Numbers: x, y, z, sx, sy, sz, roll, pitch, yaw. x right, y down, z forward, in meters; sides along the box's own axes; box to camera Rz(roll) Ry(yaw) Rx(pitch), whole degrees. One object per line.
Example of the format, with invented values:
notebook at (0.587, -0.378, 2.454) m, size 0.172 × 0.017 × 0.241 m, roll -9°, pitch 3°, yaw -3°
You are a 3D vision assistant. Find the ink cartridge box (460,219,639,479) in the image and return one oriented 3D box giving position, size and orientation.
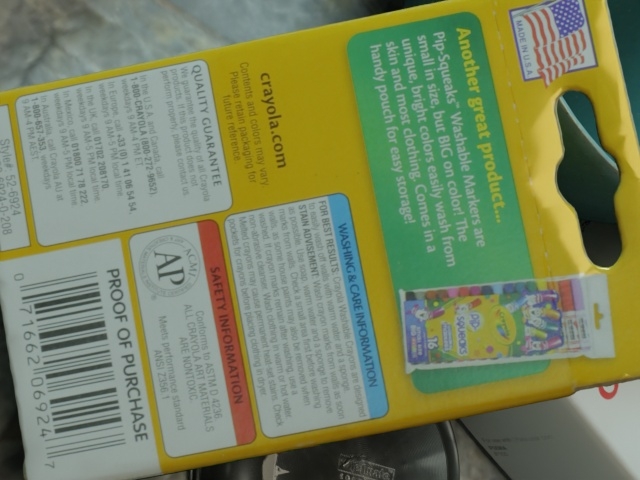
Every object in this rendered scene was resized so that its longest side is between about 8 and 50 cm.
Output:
ink cartridge box at (0.254, 0.137, 0.780) m, size 0.283 × 0.117 × 0.207 m, roll 50°, pitch 57°, yaw -15°

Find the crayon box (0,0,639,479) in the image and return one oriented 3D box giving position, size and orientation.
crayon box at (0.000, 0.000, 0.559) m, size 0.322 × 0.083 × 0.203 m, roll -11°, pitch 84°, yaw 3°

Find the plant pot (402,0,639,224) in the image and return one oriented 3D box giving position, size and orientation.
plant pot at (0.168, -0.137, 0.739) m, size 0.290 × 0.195 × 0.290 m, roll 8°, pitch 74°, yaw -32°

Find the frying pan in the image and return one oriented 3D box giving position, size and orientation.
frying pan at (0.046, 0.098, 0.697) m, size 0.197 × 0.053 × 0.326 m, roll 44°, pitch 62°, yaw -18°
